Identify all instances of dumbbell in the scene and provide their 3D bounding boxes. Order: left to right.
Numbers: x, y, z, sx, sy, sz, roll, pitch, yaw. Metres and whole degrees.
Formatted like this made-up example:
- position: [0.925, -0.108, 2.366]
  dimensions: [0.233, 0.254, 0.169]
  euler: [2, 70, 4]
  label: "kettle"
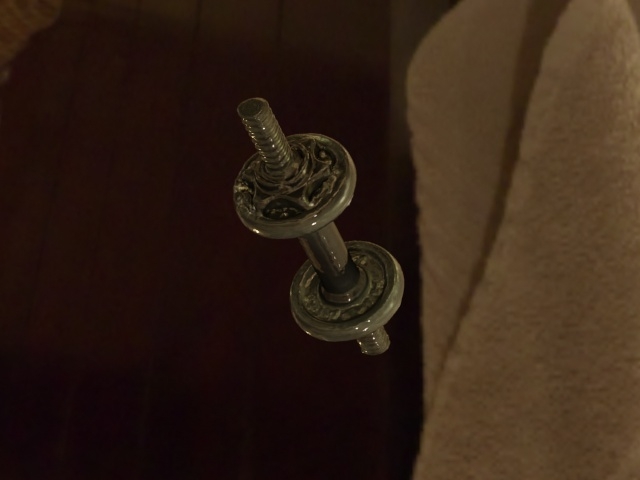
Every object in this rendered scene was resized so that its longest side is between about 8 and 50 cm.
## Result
- position: [0.000, 0.000, 0.796]
  dimensions: [0.082, 0.081, 0.254]
  euler: [-9, 140, 17]
  label: "dumbbell"
